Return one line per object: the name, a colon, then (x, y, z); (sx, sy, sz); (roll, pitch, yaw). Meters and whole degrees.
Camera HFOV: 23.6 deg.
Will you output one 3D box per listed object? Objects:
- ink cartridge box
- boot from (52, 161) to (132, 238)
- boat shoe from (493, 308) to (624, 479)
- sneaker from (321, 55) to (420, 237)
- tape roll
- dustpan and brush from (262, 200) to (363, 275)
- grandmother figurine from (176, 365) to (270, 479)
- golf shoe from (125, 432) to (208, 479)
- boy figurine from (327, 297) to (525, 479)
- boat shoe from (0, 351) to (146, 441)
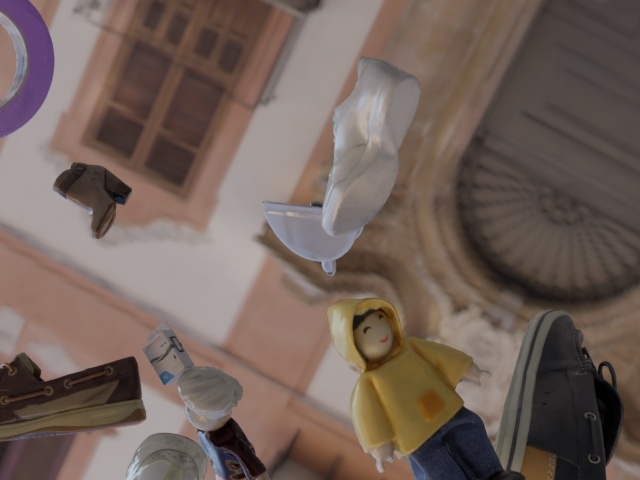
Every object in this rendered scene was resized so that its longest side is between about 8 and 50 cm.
ink cartridge box: (-0.226, 0.163, 2.232); (0.083, 0.048, 0.028); (56, -156, 17)
boot: (-0.288, -0.052, 1.881); (0.087, 0.042, 0.118); (21, -144, 5)
boat shoe: (0.315, 0.237, 2.021); (0.156, 0.187, 0.500); (13, -160, 8)
sneaker: (0.042, -0.110, 1.774); (0.080, 0.212, 0.094); (2, -154, -49)
tape roll: (-0.584, -0.298, 2.535); (0.275, 0.275, 0.090); (17, 178, -23)
dustpan and brush: (0.000, 0.000, 2.290); (0.147, 0.211, 0.060); (6, -131, 14)
grandmother figurine: (-0.129, 0.331, 2.256); (0.104, 0.342, 0.208); (-34, -148, -29)
golf shoe: (-0.234, 0.395, 1.957); (0.115, 0.306, 0.140); (16, -157, -8)
boy figurine: (0.112, 0.177, 1.722); (0.177, 0.092, 0.285); (-31, -93, -22)
boat shoe: (-0.425, 0.222, 2.201); (0.342, 0.123, 0.123); (-6, 174, -4)
